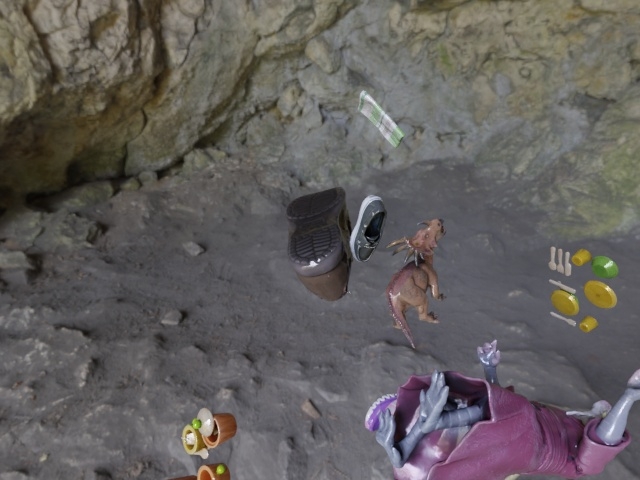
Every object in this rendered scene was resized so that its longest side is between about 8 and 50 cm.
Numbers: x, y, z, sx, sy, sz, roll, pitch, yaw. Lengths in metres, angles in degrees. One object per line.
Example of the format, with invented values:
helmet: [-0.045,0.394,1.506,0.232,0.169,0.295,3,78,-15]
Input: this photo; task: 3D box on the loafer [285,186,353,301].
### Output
loafer: [0.000,0.000,0.880,0.134,0.130,0.366,-13,27,12]

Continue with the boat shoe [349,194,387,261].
boat shoe: [0.083,-0.010,0.733,0.049,0.142,0.040,-8,43,-16]

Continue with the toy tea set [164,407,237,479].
toy tea set: [-0.311,0.556,1.025,0.200,0.335,0.124,10,2,42]

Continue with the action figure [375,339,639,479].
action figure: [0.287,0.282,0.591,0.370,0.275,0.248,15,-12,-17]

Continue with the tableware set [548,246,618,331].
tableware set: [0.412,0.079,0.670,0.024,0.154,0.104,-29,31,-20]

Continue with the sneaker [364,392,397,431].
sneaker: [0.242,0.510,1.266,0.237,0.095,0.104,-11,33,-30]

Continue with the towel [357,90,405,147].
towel: [0.153,-0.306,1.095,0.023,0.152,0.113,-41,-4,2]

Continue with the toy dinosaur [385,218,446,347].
toy dinosaur: [0.215,0.098,1.038,0.127,0.200,0.295,3,50,36]

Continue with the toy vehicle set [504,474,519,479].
toy vehicle set: [0.418,0.526,1.156,0.035,0.165,0.266,-11,44,-16]
